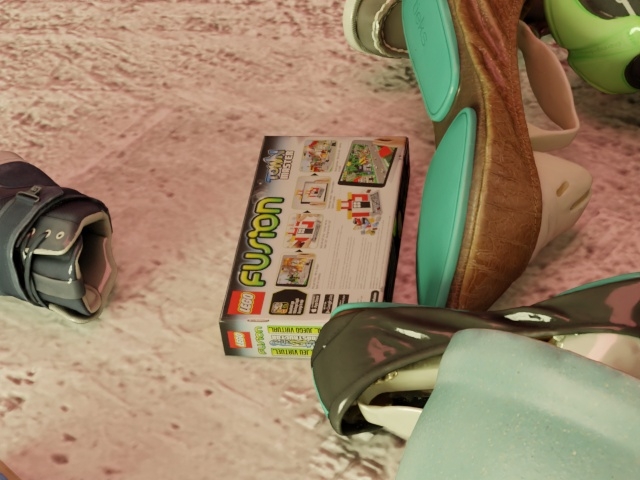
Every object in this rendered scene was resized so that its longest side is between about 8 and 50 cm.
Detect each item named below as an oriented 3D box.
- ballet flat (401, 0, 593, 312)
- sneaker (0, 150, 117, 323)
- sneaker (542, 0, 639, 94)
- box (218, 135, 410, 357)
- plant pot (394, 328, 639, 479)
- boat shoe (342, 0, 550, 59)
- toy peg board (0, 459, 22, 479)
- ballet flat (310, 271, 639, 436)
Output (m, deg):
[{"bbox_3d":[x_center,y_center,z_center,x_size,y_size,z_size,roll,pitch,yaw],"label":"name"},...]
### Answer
[{"bbox_3d":[0.131,-0.072,1.246,0.124,0.116,0.342,10,50,-14],"label":"ballet flat"},{"bbox_3d":[-0.250,0.024,1.217,0.163,0.086,0.226,27,50,36],"label":"sneaker"},{"bbox_3d":[0.383,-0.286,1.354,0.483,0.185,0.202,-49,21,-21],"label":"sneaker"},{"bbox_3d":[0.000,0.000,1.245,0.114,0.036,0.207,1,42,10],"label":"box"},{"bbox_3d":[0.144,0.201,0.841,0.293,0.293,0.196,25,76,31],"label":"plant pot"},{"bbox_3d":[0.164,-0.215,1.413,0.305,0.109,0.091,-22,38,-22],"label":"boat shoe"},{"bbox_3d":[-0.225,0.194,1.025,0.160,0.079,0.161,-34,48,-27],"label":"toy peg board"},{"bbox_3d":[0.131,0.085,1.072,0.280,0.095,0.096,-8,50,16],"label":"ballet flat"}]
